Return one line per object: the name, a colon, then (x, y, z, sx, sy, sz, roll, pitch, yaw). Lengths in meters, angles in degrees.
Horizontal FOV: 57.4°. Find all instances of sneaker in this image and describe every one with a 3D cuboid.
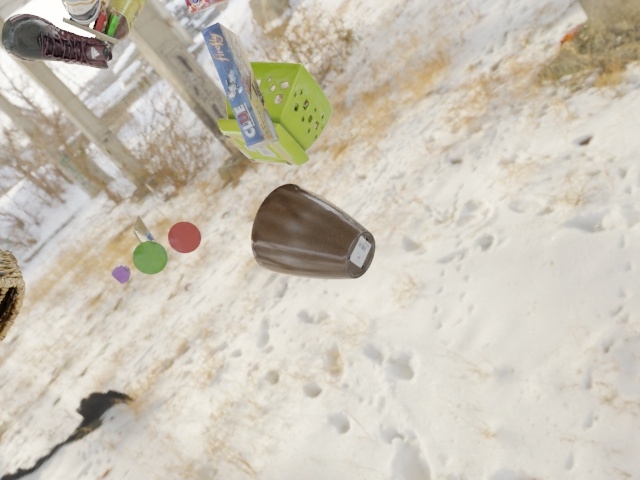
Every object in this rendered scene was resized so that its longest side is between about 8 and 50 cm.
sneaker: (-0.598, -0.466, 1.389, 0.281, 0.162, 0.106, -41, -37, -70)
sneaker: (-0.657, -0.785, 1.642, 0.127, 0.126, 0.321, -177, 92, -82)

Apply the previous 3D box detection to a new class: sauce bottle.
sauce bottle: (-0.753, -0.820, 2.175, 0.111, 0.111, 0.344, -18, 48, 45)

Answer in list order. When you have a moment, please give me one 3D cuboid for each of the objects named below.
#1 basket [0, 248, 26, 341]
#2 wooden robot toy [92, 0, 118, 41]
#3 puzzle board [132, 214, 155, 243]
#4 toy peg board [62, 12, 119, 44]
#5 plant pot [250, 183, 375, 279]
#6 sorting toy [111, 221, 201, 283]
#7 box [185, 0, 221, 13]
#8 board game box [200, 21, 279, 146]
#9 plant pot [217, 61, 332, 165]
basket: (-0.755, 0.179, 1.236, 0.299, 0.213, 0.223, -55, 48, 9)
wooden robot toy: (-0.691, -0.728, 1.886, 0.079, 0.173, 0.076, -9, 20, -29)
puzzle board: (-0.673, -0.020, 2.234, 0.011, 0.128, 0.096, -19, -27, -43)
toy peg board: (-0.693, -0.672, 1.783, 0.079, 0.161, 0.161, -67, 29, 11)
plant pot: (0.000, 0.000, 1.314, 0.230, 0.215, 0.215, 18, 59, 36)
sorting toy: (-0.613, 0.040, 2.209, 0.365, 0.127, 0.126, -31, 14, 1)
box: (-0.279, -0.776, 1.723, 0.257, 0.122, 0.128, -35, 25, -29)
board game box: (-0.163, -0.318, 1.225, 0.042, 0.243, 0.165, -20, 7, 9)
plant pot: (-0.128, -0.331, 1.577, 0.227, 0.228, 0.207, 10, 74, 27)
